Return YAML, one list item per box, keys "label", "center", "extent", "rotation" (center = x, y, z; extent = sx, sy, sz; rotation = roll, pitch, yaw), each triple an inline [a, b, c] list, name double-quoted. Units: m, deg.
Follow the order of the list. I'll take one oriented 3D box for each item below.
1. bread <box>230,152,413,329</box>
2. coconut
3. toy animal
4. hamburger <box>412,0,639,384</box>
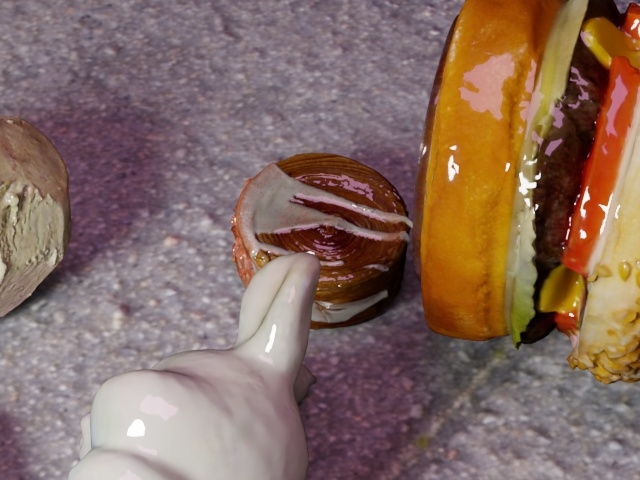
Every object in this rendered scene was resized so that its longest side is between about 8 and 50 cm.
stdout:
- label: "bread"
  center: [0.000, 0.000, 1.731]
  extent: [0.160, 0.073, 0.160]
  rotation: [1, 51, -1]
- label: "coconut"
  center: [-0.308, -0.017, 1.669]
  extent: [0.194, 0.194, 0.194]
  rotation: [1, 47, -1]
- label: "toy animal"
  center: [-0.065, 0.189, 1.476]
  extent: [0.241, 0.196, 0.367]
  rotation: [9, 49, -4]
- label: "hamburger"
  center: [0.219, -0.053, 1.623]
  extent: [0.250, 0.330, 0.330]
  rotation: [9, 47, 12]
